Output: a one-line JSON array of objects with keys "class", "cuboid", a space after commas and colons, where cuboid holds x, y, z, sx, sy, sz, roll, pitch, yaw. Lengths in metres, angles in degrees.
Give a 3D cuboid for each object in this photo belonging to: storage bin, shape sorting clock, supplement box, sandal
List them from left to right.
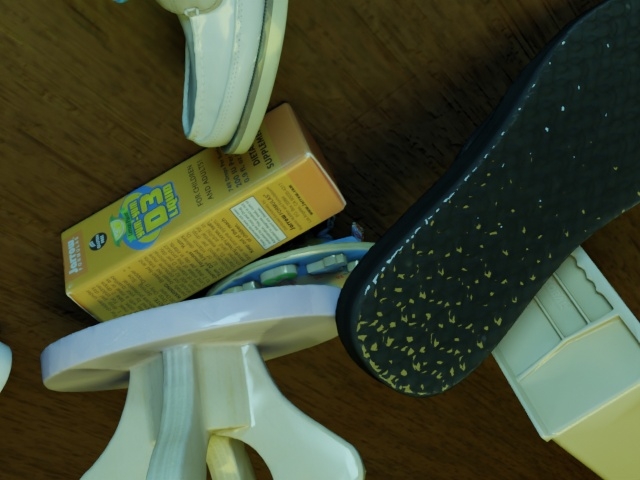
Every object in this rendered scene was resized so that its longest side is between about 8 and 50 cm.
[{"class": "supplement box", "cuboid": [-0.102, -0.016, 0.693, 0.233, 0.078, 0.080, -31, 138, 8]}, {"class": "shape sorting clock", "cuboid": [-0.010, 0.052, 0.780, 0.206, 0.040, 0.206, -7, 158, -3]}, {"class": "sandal", "cuboid": [0.179, -0.060, 0.712, 0.446, 0.107, 0.167, -41, 108, -9]}, {"class": "storage bin", "cuboid": [0.263, 0.103, 0.835, 0.123, 0.260, 0.262, -37, 136, 15]}]

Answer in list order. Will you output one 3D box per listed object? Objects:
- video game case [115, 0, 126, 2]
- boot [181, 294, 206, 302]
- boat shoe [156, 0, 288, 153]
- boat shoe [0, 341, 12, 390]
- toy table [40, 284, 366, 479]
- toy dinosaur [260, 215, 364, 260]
[{"class": "video game case", "cuboid": [-0.149, -0.224, 0.438, 0.015, 0.119, 0.166, -43, 154, -40]}, {"class": "boot", "cuboid": [-0.148, 0.074, 0.799, 0.087, 0.042, 0.118, -21, 140, -11]}, {"class": "boat shoe", "cuboid": [-0.074, -0.194, 0.504, 0.103, 0.113, 0.302, -3, 124, -19]}, {"class": "boat shoe", "cuboid": [-0.389, 0.148, 0.747, 0.229, 0.080, 0.076, -26, 140, 16]}, {"class": "toy table", "cuboid": [-0.096, 0.148, 0.694, 0.274, 0.160, 0.252, -16, 161, 15]}, {"class": "toy dinosaur", "cuboid": [0.000, 0.000, 0.798, 0.082, 0.047, 0.090, 9, 163, -42]}]
